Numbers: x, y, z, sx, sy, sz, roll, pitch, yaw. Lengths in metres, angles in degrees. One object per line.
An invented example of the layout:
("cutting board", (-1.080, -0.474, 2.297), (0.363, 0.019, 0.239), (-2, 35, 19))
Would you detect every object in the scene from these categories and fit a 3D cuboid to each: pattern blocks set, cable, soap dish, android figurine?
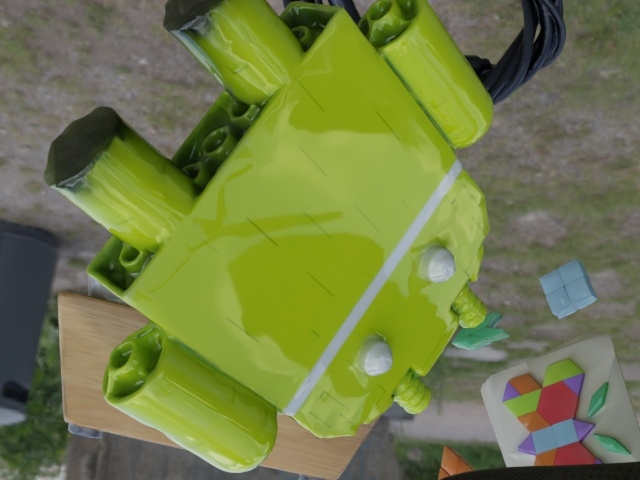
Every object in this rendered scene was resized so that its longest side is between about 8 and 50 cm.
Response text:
("pattern blocks set", (0.232, 0.188, 0.817), (0.285, 0.325, 0.026), (-41, 137, 20))
("cable", (0.072, -0.152, 0.555), (0.184, 0.150, 0.047), (24, 170, -6))
("soap dish", (-0.088, 0.102, 0.682), (0.229, 0.118, 0.291), (15, 170, -10))
("android figurine", (0.000, 0.000, 0.442), (0.056, 0.248, 0.273), (23, 163, 49))

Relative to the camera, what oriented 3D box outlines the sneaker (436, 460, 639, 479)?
("sneaker", (0.202, 0.249, 0.554), (0.295, 0.178, 0.124), (-11, -169, 37))
